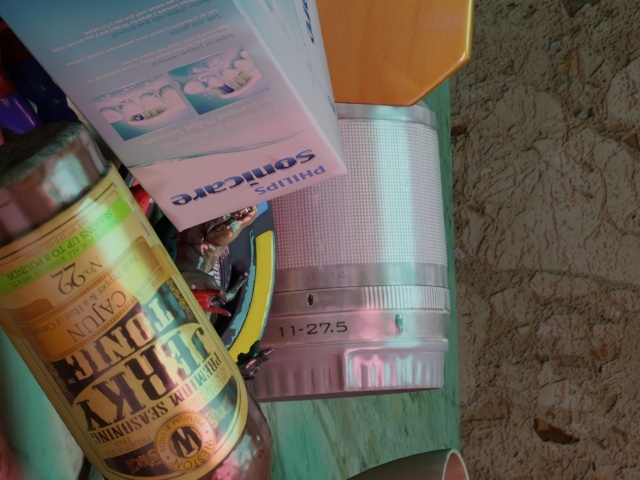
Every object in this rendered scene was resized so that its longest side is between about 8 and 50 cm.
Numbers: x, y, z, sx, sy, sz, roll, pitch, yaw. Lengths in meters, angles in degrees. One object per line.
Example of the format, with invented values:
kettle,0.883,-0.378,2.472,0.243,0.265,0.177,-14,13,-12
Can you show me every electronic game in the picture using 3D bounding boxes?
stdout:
electronic game,-0.099,0.019,1.409,0.229,0.048,0.229,-10,102,-59

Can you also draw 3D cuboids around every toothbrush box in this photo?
toothbrush box,-0.101,-0.179,1.109,0.295,0.126,0.216,52,23,-54

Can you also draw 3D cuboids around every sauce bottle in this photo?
sauce bottle,-0.101,0.093,1.116,0.344,0.111,0.111,58,20,-16

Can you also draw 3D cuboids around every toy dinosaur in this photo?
toy dinosaur,-0.093,0.095,1.336,0.118,0.064,0.268,35,65,-33

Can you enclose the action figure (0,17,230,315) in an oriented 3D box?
action figure,-0.135,-0.044,1.217,0.091,0.139,0.280,-78,162,-53

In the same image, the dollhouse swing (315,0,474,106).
dollhouse swing,-0.011,-0.286,1.415,0.315,0.347,0.305,-60,152,-70

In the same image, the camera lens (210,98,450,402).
camera lens,0.000,0.000,1.613,0.219,0.219,0.274,22,63,-77

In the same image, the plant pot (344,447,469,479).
plant pot,0.045,0.344,1.747,0.284,0.191,0.284,-5,90,-78
